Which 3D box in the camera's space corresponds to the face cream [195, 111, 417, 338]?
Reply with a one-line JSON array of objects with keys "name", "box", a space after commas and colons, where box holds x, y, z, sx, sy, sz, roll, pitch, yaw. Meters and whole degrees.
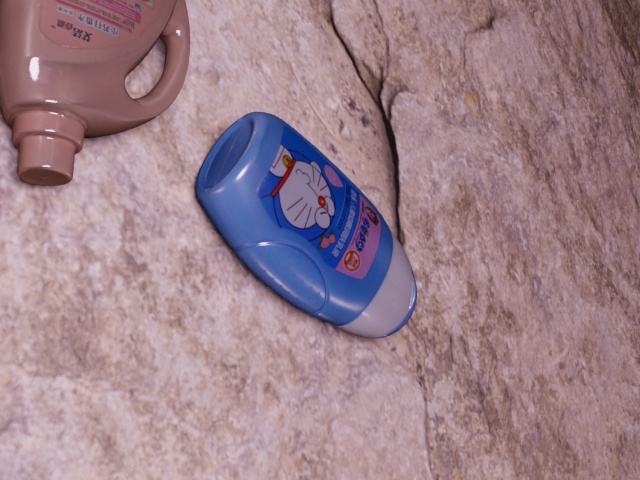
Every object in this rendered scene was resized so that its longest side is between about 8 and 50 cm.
[{"name": "face cream", "box": [0.000, 0.000, 0.894, 0.264, 0.083, 0.149, 42, 53, -30]}]

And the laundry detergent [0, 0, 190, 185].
[{"name": "laundry detergent", "box": [-0.180, -0.153, 0.762, 0.171, 0.076, 0.237, 15, 66, -43]}]
